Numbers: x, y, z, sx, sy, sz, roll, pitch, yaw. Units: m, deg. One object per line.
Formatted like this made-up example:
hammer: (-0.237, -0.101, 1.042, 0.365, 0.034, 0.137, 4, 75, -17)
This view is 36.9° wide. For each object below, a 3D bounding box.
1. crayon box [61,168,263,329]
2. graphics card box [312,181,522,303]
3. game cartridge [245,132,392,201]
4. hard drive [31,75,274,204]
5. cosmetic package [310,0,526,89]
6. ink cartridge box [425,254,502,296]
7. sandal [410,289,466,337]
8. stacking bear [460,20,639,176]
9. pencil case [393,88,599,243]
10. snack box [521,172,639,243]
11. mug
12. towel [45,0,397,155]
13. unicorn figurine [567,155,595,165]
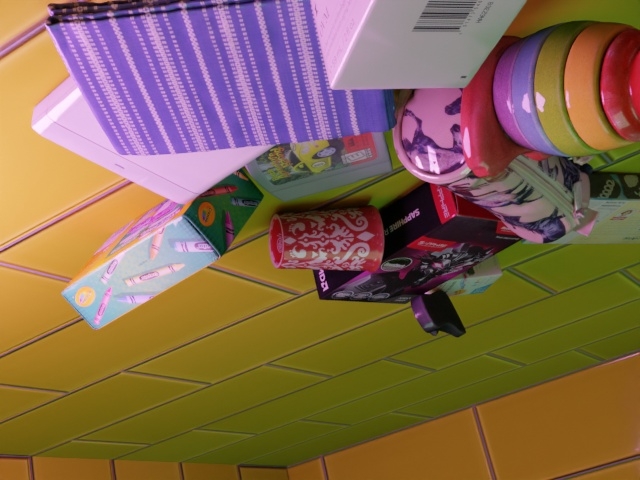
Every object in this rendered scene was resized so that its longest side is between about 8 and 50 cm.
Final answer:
crayon box: (-0.228, 0.006, 1.382, 0.278, 0.165, 0.081, -29, 109, 34)
graphics card box: (0.183, 0.005, 1.717, 0.233, 0.094, 0.371, 6, 153, -41)
game cartridge: (-0.012, -0.141, 1.309, 0.196, 0.060, 0.294, -12, 158, 7)
hard drive: (-0.133, -0.173, 1.100, 0.353, 0.047, 0.233, -30, 138, 35)
cosmetic package: (0.075, -0.278, 0.792, 0.138, 0.224, 0.224, -3, 156, -18)
ink cartridge box: (0.265, 0.072, 1.968, 0.181, 0.061, 0.104, -6, 157, -17)
sandal: (0.221, 0.146, 1.885, 0.055, 0.097, 0.254, -30, 160, 18)
stacking bear: (0.315, -0.163, 1.055, 0.175, 0.164, 0.289, -18, -167, -38)
pencil case: (0.256, -0.113, 1.365, 0.184, 0.159, 0.410, 19, 178, 36)
snack box: (0.552, -0.057, 1.821, 0.322, 0.060, 0.187, 0, 155, -30)
mug: (0.002, 0.008, 1.602, 0.169, 0.113, 0.150, -2, 154, -19)
towel: (-0.092, -0.181, 1.024, 0.336, 0.040, 0.243, -5, 148, 8)
unicorn figurine: (0.389, -0.161, 1.371, 0.111, 0.060, 0.162, -65, 166, 11)
